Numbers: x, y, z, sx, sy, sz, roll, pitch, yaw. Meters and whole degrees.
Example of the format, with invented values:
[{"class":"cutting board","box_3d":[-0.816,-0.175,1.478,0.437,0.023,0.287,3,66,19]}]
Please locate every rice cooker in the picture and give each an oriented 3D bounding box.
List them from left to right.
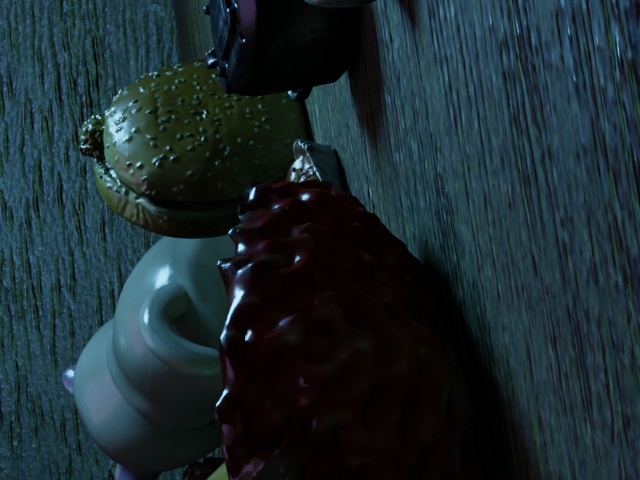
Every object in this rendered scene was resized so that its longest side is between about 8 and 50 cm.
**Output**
[{"class":"rice cooker","box_3d":[-0.030,-0.171,1.401,0.165,0.106,0.112,118,141,-62]}]

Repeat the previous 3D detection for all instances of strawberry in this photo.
[{"class":"strawberry","box_3d":[0.024,0.096,1.159,0.265,0.149,0.336,79,-172,-46]}]

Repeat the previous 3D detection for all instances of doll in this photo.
[{"class":"doll","box_3d":[-0.155,0.128,2.160,0.215,0.226,0.370,57,149,15]}]

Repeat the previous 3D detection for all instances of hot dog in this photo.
[{"class":"hot dog","box_3d":[0.000,0.000,1.578,0.099,0.053,0.192,86,176,-61]}]

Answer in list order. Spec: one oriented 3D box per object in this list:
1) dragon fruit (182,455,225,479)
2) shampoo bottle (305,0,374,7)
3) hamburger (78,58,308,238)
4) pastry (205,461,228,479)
[{"class":"dragon fruit","box_3d":[-0.101,0.423,2.282,0.250,0.250,0.315,-163,83,-83]},{"class":"shampoo bottle","box_3d":[0.005,-0.249,1.149,0.065,0.065,0.204,-113,16,-67]},{"class":"hamburger","box_3d":[-0.122,-0.092,1.800,0.189,0.215,0.122,-107,15,-46]},{"class":"pastry","box_3d":[-0.058,0.316,1.761,0.265,0.133,0.265,-42,27,27]}]
